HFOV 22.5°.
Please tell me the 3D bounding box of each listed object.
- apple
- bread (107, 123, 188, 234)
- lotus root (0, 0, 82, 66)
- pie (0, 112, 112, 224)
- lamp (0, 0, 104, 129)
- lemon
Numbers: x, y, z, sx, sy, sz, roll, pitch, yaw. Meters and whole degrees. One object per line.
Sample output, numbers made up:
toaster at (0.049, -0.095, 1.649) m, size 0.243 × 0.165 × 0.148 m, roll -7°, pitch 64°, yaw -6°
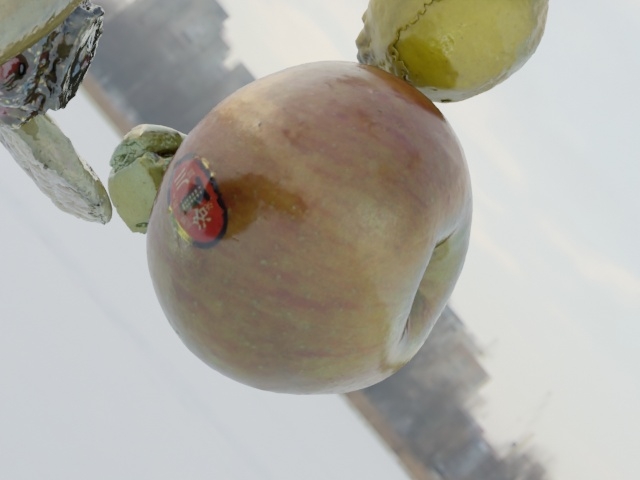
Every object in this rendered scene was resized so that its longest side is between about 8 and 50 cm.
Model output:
apple at (0.000, 0.000, 1.863) m, size 0.333 × 0.400 × 0.400 m, roll 42°, pitch -6°, yaw 29°
bread at (-0.205, -0.094, 1.975) m, size 0.110 × 0.103 × 0.156 m, roll 53°, pitch 34°, yaw -23°
lotus root at (-0.245, -0.212, 1.130) m, size 0.151 × 0.343 × 0.169 m, roll -18°, pitch -71°, yaw 51°
pie at (-0.277, -0.086, 1.620) m, size 0.185 × 0.052 × 0.218 m, roll 53°, pitch -11°, yaw -8°
lamp at (-0.329, -0.207, 1.401) m, size 0.274 × 0.177 × 0.177 m, roll 21°, pitch -4°, yaw 1°
lemon at (0.164, -0.275, 1.981) m, size 0.204 × 0.260 × 0.204 m, roll 61°, pitch 12°, yaw -22°
